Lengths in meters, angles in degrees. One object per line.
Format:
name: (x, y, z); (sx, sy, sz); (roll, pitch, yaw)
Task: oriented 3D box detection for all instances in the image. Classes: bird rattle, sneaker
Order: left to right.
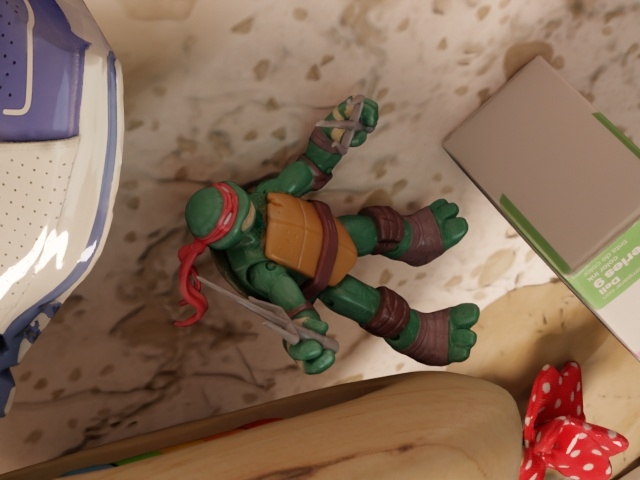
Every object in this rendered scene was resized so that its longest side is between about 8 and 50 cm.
sneaker: (-0.227, 0.007, 0.677); (0.182, 0.127, 0.315); (3, 126, -37)
bird rattle: (0.110, 0.193, 1.095); (0.254, 0.143, 0.207); (-16, 147, -38)

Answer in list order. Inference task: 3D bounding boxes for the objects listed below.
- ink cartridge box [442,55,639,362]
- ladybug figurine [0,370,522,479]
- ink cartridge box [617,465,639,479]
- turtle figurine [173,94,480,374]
ink cartridge box: (0.197, -0.002, 0.921); (0.093, 0.154, 0.212); (-44, 137, 7)
ladybug figurine: (-0.072, 0.196, 0.820); (0.450, 0.305, 0.161); (-12, 87, -25)
ink cartridge box: (0.433, 0.300, 1.297); (0.223, 0.129, 0.307); (-37, 126, 13)
turtle figurine: (0.000, 0.000, 0.832); (0.234, 0.118, 0.175); (20, 73, -44)
